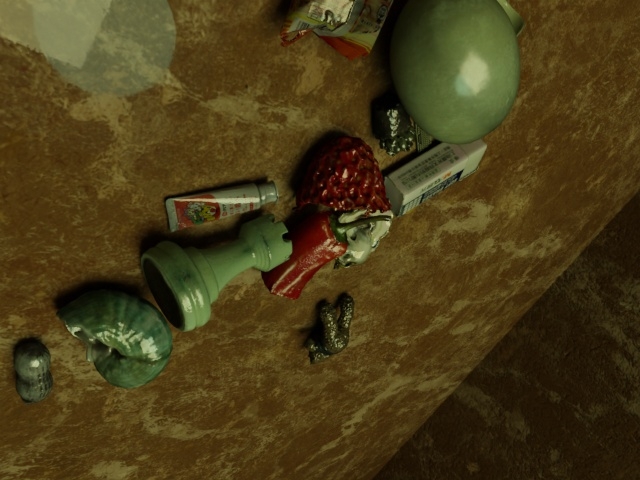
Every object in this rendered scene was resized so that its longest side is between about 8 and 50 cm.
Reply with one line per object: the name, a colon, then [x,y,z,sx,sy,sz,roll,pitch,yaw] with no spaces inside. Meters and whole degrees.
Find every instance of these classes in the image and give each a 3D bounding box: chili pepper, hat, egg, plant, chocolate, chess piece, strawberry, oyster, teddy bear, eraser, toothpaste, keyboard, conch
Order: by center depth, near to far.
egg: [0.276,-0.355,1.037,0.258,0.258,0.352,-41,141,-1]
chocolate: [-0.605,0.280,1.061,0.072,0.072,0.167,-11,132,-34]
toothpaste: [-0.207,-0.080,1.069,0.234,0.057,0.089,-15,138,-20]
conch: [-0.424,0.213,1.081,0.277,0.221,0.195,78,22,-74]
chess piece: [-0.210,0.050,1.099,0.299,0.195,0.194,-28,143,-32]
strawberry: [0.053,-0.148,1.160,0.234,0.234,0.177,0,96,-42]
hat: [0.384,-0.489,1.166,0.122,0.081,0.166,42,86,-10]
plant: [0.169,-0.266,1.178,0.094,0.092,0.143,-40,136,-14]
chili pepper: [-0.004,-0.003,1.231,0.338,0.131,0.135,-44,141,23]
keyboard: [0.269,-0.279,1.313,0.049,0.015,0.129,-33,143,-10]
oyster: [0.102,-0.027,1.369,0.223,0.083,0.214,-36,145,-8]
eraser: [0.308,-0.185,1.379,0.287,0.086,0.130,-31,156,-14]
teddy bear: [0.033,0.304,1.611,0.182,0.129,0.251,-6,131,-36]

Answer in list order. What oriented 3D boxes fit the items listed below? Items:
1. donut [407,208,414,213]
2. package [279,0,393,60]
donut: [0.253,-0.110,1.465,0.038,0.067,0.083,42,64,-47]
package: [0.059,-0.454,0.869,0.223,0.108,0.288,-4,127,-42]
